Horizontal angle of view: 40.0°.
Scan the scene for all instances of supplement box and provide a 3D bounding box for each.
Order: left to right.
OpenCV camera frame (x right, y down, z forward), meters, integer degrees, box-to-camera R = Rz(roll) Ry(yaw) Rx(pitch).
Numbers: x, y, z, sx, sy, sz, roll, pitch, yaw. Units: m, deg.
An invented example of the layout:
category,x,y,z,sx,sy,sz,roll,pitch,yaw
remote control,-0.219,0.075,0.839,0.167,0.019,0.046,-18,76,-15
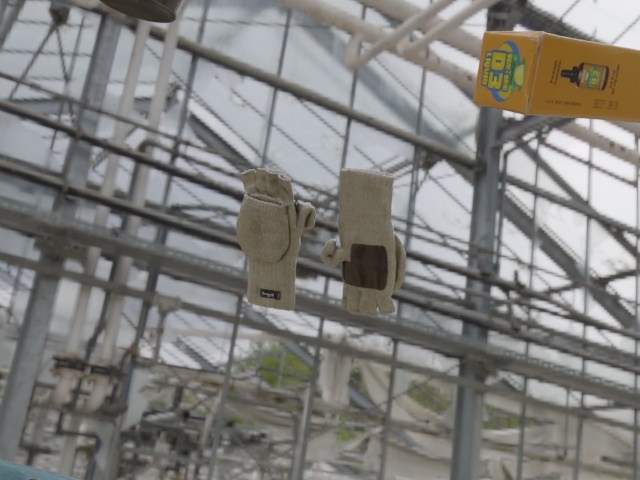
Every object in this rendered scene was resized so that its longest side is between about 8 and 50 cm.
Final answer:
category,x,y,z,sx,sy,sz,roll,pitch,yaw
supplement box,0.263,-0.165,0.895,0.233,0.078,0.080,-3,17,-40

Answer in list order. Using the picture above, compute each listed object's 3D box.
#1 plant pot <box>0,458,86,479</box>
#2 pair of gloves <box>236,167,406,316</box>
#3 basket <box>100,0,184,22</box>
category,x,y,z,sx,sy,sz,roll,pitch,yaw
plant pot,-0.220,0.280,0.543,0.247,0.252,0.248,24,6,-26
pair of gloves,0.000,0.000,1.176,0.240,0.204,0.042,1,19,26
basket,-0.252,-0.463,1.344,0.204,0.227,0.154,15,-5,-23
